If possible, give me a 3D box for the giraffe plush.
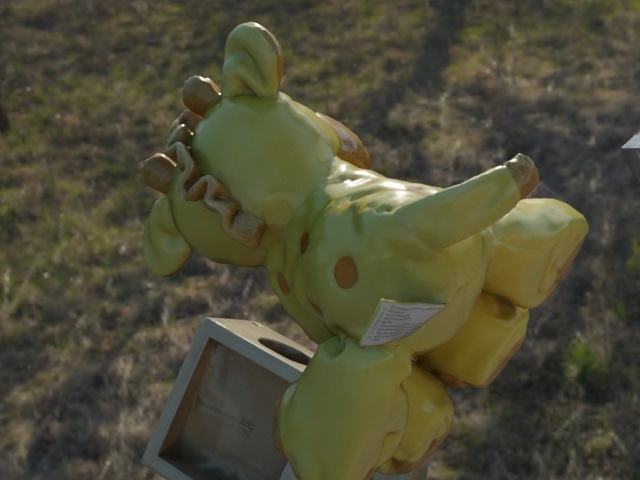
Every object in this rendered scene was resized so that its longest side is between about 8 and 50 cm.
[{"bbox_3d":[0.000,0.000,0.536,0.170,0.210,0.181,39,88,25],"label":"giraffe plush"}]

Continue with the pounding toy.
[{"bbox_3d":[-0.002,0.135,0.865,0.206,0.181,0.094,26,6,26],"label":"pounding toy"}]

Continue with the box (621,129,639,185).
[{"bbox_3d":[0.394,-0.109,0.936,0.183,0.056,0.231,-42,23,-22],"label":"box"}]
